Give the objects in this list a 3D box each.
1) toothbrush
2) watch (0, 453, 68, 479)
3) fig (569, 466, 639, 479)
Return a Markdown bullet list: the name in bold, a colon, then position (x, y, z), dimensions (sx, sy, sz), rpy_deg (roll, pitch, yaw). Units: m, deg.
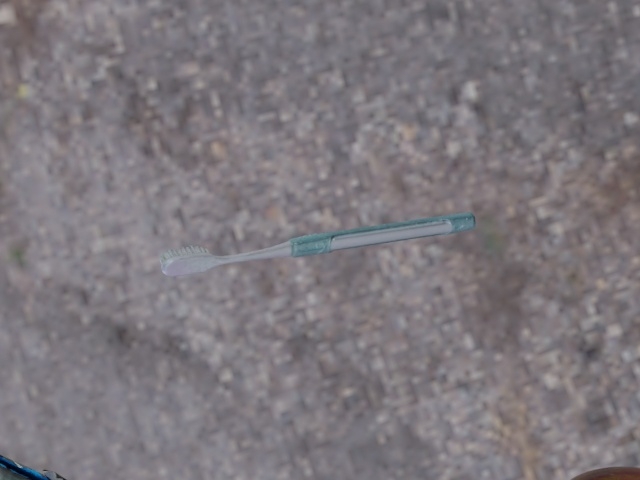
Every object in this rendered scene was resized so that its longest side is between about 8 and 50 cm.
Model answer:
- **toothbrush**: position (0.000, 0.000, 0.927), dimensions (0.014, 0.167, 0.011), rpy_deg (-123, 30, -52)
- **watch**: position (-0.152, 0.242, 0.767), dimensions (0.276, 0.274, 0.068), rpy_deg (46, 152, -21)
- **fig**: position (0.111, 0.097, 0.601), dimensions (0.050, 0.083, 0.050), rpy_deg (178, 90, -78)
